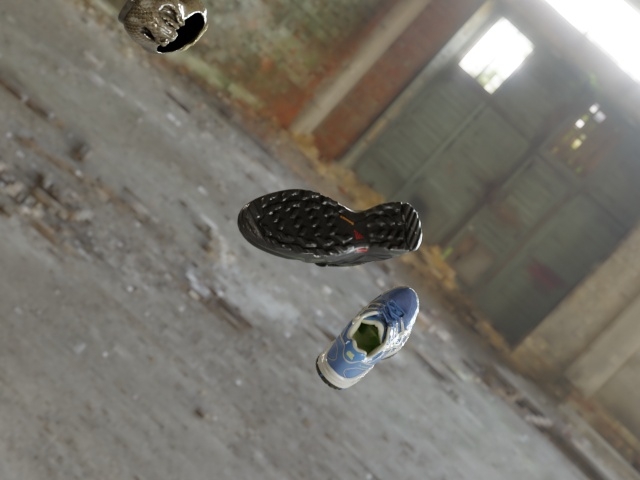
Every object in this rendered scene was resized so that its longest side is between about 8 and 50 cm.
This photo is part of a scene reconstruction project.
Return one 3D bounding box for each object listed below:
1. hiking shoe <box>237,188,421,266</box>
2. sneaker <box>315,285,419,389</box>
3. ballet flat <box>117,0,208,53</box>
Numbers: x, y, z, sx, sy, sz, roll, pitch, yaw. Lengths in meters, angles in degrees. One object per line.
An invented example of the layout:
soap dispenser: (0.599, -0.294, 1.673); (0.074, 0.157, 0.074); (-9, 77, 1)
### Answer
hiking shoe: (0.000, 0.000, 1.420); (0.227, 0.114, 0.086); (6, 68, -26)
sneaker: (0.081, 0.124, 1.669); (0.080, 0.081, 0.211); (43, 46, 3)
ballet flat: (-0.163, -0.236, 1.356); (0.058, 0.084, 0.250); (41, 5, 1)
